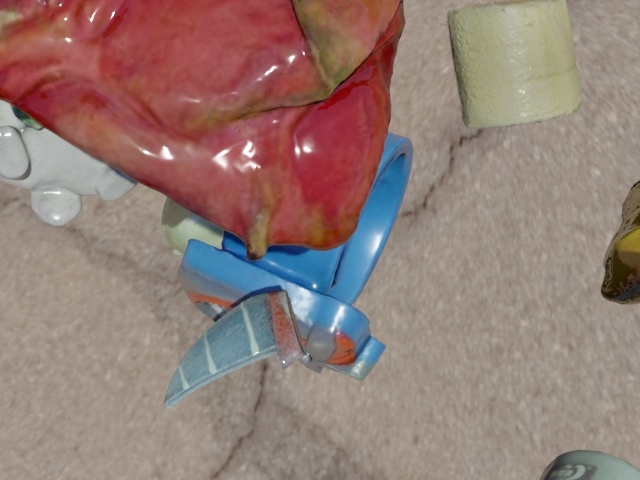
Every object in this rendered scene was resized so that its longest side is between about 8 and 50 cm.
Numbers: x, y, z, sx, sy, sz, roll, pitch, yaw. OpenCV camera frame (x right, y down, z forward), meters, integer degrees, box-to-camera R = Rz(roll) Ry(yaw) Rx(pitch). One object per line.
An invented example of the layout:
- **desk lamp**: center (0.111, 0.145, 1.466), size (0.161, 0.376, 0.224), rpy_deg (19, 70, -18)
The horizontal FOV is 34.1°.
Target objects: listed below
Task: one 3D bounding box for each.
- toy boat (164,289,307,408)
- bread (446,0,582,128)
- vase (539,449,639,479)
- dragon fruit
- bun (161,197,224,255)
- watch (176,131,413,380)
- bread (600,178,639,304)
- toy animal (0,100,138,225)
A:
- **toy boat**: center (-0.076, 0.086, 0.831), size (0.122, 0.096, 0.034), rpy_deg (-23, 126, 5)
- **bread**: center (0.221, -0.205, 1.190), size (0.134, 0.148, 0.141), rpy_deg (-6, 102, 27)
- **vase**: center (0.119, 0.216, 0.589), size (0.096, 0.219, 0.096), rpy_deg (19, 124, 32)
- **dragon fruit**: center (-0.096, -0.180, 0.623), size (0.329, 0.286, 0.228), rpy_deg (18, 125, -20)
- **bun**: center (-0.138, -0.076, 1.783), size (0.179, 0.283, 0.283), rpy_deg (32, 109, -25)
- **watch**: center (0.000, 0.000, 1.184), size (0.241, 0.305, 0.274), rpy_deg (24, 79, 10)
- **bread**: center (0.359, -0.016, 1.012), size (0.088, 0.233, 0.161), rpy_deg (44, 131, -3)
- **toy animal**: center (-0.251, -0.188, 0.965), size (0.208, 0.154, 0.325), rpy_deg (-27, 105, -14)
